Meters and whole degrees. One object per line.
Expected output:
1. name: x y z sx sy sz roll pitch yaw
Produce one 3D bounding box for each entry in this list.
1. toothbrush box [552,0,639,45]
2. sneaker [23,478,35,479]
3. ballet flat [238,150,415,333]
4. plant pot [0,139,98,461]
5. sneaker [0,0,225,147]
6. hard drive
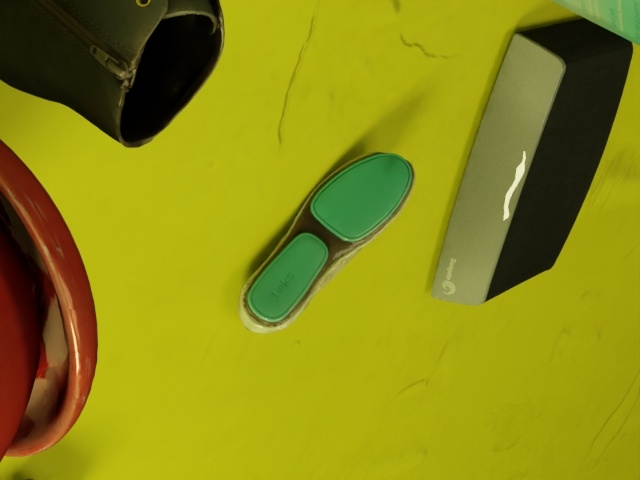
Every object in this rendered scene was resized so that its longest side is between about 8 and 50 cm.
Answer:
1. toothbrush box: 0.178 -0.233 0.640 0.216 0.296 0.126 -57 161 0
2. sneaker: -0.228 0.211 0.714 0.188 0.066 0.071 -37 128 -41
3. ballet flat: 0.000 0.000 0.866 0.168 0.057 0.052 -44 176 -16
4. plant pot: -0.198 0.038 0.462 0.174 0.191 0.191 -38 146 -46
5. sneaker: -0.075 -0.156 0.522 0.083 0.118 0.222 -8 124 -54
6. hard drive: 0.190 -0.066 1.070 0.172 0.054 0.254 -20 133 -47
